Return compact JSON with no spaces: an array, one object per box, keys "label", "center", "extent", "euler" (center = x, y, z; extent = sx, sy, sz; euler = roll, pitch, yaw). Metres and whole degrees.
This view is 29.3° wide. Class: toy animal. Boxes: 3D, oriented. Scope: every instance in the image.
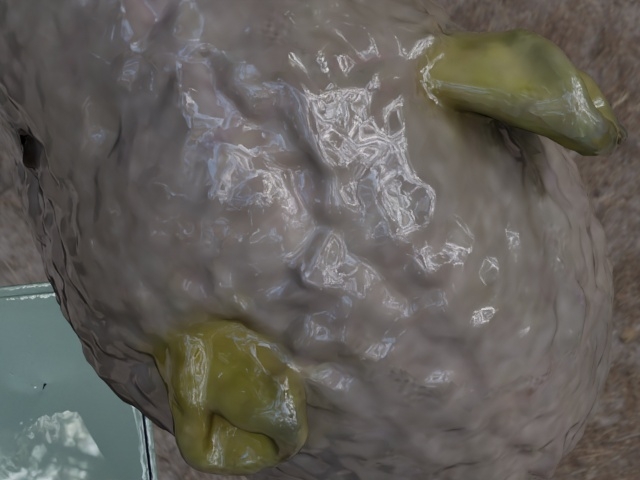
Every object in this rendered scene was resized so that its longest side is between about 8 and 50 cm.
[{"label":"toy animal","center":[0.004,0.004,0.472],"extent":[0.188,0.358,0.226],"euler":[-47,45,-1]}]

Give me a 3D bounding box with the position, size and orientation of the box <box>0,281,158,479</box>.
[{"label":"box","center":[-0.178,0.141,0.769],"extent":[0.129,0.086,0.225],"euler":[-5,87,-33]}]
